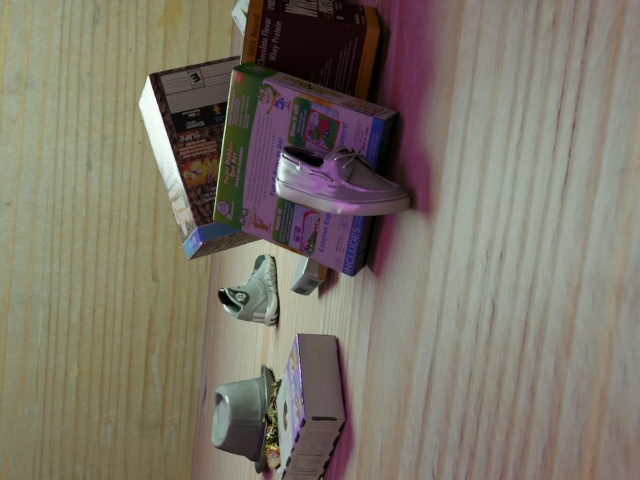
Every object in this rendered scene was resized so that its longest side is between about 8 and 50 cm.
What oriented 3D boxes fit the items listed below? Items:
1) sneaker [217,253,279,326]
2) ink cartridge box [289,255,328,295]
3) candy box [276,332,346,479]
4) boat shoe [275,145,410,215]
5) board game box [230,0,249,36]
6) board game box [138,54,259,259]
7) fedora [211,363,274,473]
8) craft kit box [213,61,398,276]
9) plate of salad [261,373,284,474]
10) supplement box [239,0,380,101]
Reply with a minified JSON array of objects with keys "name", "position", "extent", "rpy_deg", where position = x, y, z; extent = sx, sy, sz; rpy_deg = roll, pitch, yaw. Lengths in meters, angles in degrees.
[{"name":"sneaker","position":[-0.170,0.103,2.270],"extent":[0.228,0.132,0.086],"rpy_deg":[-103,21,-55]},{"name":"ink cartridge box","position":[0.000,0.000,1.761],"extent":[0.145,0.045,0.179],"rpy_deg":[131,160,-72]},{"name":"candy box","position":[-0.020,0.276,1.628],"extent":[0.196,0.070,0.165],"rpy_deg":[107,163,-45]},{"name":"boat shoe","position":[0.023,-0.085,1.310],"extent":[0.227,0.079,0.081],"rpy_deg":[15,113,43]},{"name":"board game box","position":[-0.060,-0.344,1.767],"extent":[0.242,0.064,0.316],"rpy_deg":[61,172,-9]},{"name":"board game box","position":[-0.146,-0.145,1.657],"extent":[0.141,0.232,0.291],"rpy_deg":[145,108,-69]},{"name":"fedora","position":[-0.180,0.398,2.230],"extent":[0.275,0.124,0.243],"rpy_deg":[-161,76,-78]},{"name":"craft kit box","position":[-0.029,-0.103,1.432],"extent":[0.061,0.247,0.250],"rpy_deg":[-40,-34,-56]},{"name":"plate of salad","position":[-0.089,0.368,1.991],"extent":[0.200,0.048,0.200],"rpy_deg":[-176,90,-79]},{"name":"supplement box","position":[-0.025,-0.265,1.511],"extent":[0.129,0.194,0.191],"rpy_deg":[-92,11,-62]}]
